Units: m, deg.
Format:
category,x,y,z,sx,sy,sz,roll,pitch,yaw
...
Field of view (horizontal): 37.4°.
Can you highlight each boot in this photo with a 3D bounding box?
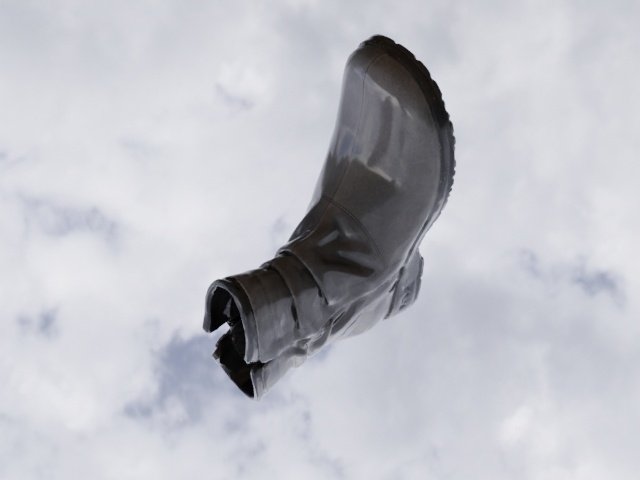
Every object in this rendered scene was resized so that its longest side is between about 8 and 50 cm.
category,x,y,z,sx,sy,sz,roll,pitch,yaw
boot,0.000,0.000,0.854,0.222,0.338,0.118,-29,-133,-30
